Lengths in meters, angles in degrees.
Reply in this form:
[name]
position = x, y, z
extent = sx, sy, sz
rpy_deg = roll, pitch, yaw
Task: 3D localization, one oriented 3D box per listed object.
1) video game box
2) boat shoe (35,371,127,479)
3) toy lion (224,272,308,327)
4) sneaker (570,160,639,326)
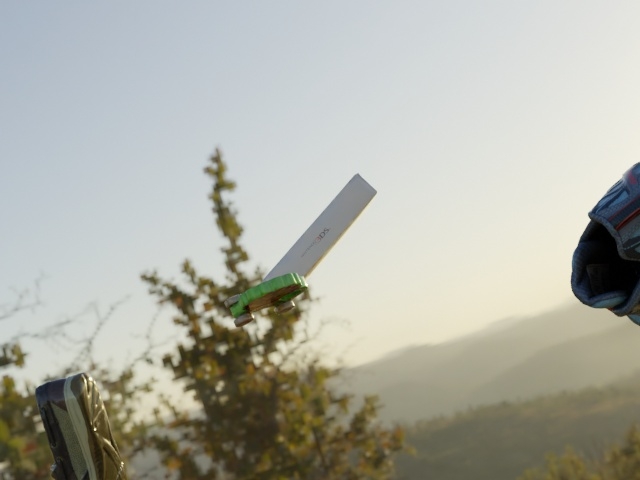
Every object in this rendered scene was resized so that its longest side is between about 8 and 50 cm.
[video game box]
position = 0.000, 0.000, 1.743
extent = 0.205, 0.048, 0.187
rpy_deg = -49, -5, -2
[boat shoe]
position = -0.285, 0.264, 1.425
extent = 0.073, 0.223, 0.080
rpy_deg = -7, 16, 13
[toy lion]
position = -0.053, 0.059, 1.321
extent = 0.100, 0.034, 0.096
rpy_deg = -14, -15, -43
[sneaker]
position = 0.251, 0.011, 0.979
extent = 0.125, 0.104, 0.262
rpy_deg = -32, -28, -8
